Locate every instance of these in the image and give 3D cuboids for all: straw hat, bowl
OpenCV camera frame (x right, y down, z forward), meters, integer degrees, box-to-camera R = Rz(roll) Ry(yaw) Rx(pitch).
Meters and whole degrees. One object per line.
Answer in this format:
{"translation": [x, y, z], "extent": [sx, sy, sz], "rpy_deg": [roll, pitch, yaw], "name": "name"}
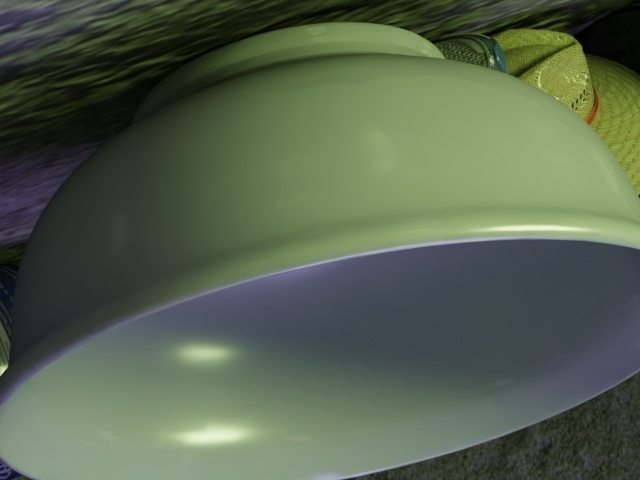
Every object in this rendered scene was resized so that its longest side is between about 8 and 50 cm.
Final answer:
{"translation": [0.100, -0.070, 0.969], "extent": [0.144, 0.144, 0.061], "rpy_deg": [-19, 133, -5], "name": "straw hat"}
{"translation": [0.000, 0.000, 0.825], "extent": [0.298, 0.134, 0.298], "rpy_deg": [-11, 159, -4], "name": "bowl"}

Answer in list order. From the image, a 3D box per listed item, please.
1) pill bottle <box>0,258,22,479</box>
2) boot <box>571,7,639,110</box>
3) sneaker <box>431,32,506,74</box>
{"translation": [-0.233, 0.088, 1.087], "extent": [0.219, 0.123, 0.123], "rpy_deg": [-14, 172, -37], "name": "pill bottle"}
{"translation": [0.252, -0.114, 1.023], "extent": [0.161, 0.083, 0.246], "rpy_deg": [-22, 178, -36], "name": "boot"}
{"translation": [0.024, -0.059, 0.925], "extent": [0.135, 0.052, 0.058], "rpy_deg": [-25, 165, 28], "name": "sneaker"}
